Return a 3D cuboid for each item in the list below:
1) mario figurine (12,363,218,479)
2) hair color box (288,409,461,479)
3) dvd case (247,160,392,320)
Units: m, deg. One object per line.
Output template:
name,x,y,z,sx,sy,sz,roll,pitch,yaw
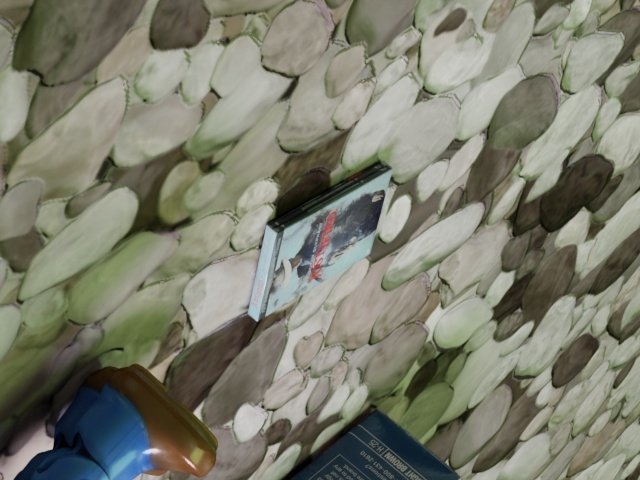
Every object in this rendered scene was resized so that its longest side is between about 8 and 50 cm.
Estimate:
mario figurine,-0.189,0.232,1.141,0.320,0.170,0.198,-45,156,-17
hair color box,-0.043,0.310,1.549,0.347,0.105,0.174,-37,151,-29
dvd case,0.000,0.000,1.320,0.119,0.013,0.087,-28,146,-38
